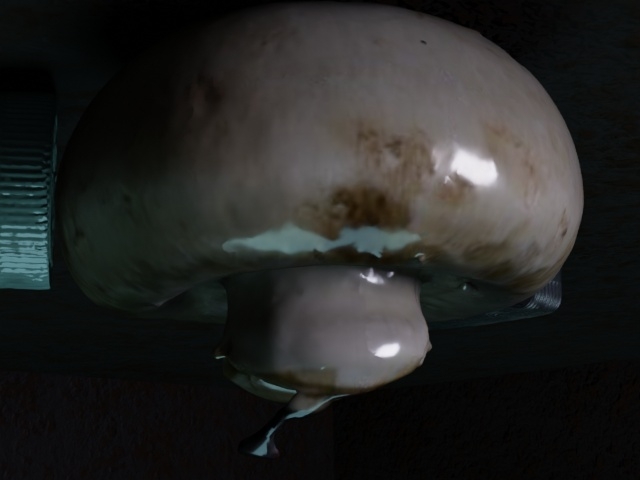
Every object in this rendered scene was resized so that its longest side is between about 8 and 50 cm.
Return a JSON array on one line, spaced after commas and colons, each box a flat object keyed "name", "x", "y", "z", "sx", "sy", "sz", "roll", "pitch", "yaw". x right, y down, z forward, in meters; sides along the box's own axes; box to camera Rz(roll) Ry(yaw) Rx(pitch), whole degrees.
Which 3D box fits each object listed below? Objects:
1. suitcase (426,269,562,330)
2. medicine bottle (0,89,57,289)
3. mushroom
[{"name": "suitcase", "x": 0.092, "y": 0.030, "z": 1.537, "sx": 0.312, "sy": 0.128, "sz": 0.202, "roll": -11, "pitch": 165, "yaw": 36}, {"name": "medicine bottle", "x": -0.362, "y": -0.041, "z": 1.088, "sx": 0.318, "sy": 0.158, "sz": 0.158, "roll": 1, "pitch": 168, "yaw": -10}, {"name": "mushroom", "x": 0.000, "y": 0.000, "z": 0.982, "sx": 0.362, "sy": 0.295, "sz": 0.362, "roll": -3, "pitch": 168, "yaw": -1}]
